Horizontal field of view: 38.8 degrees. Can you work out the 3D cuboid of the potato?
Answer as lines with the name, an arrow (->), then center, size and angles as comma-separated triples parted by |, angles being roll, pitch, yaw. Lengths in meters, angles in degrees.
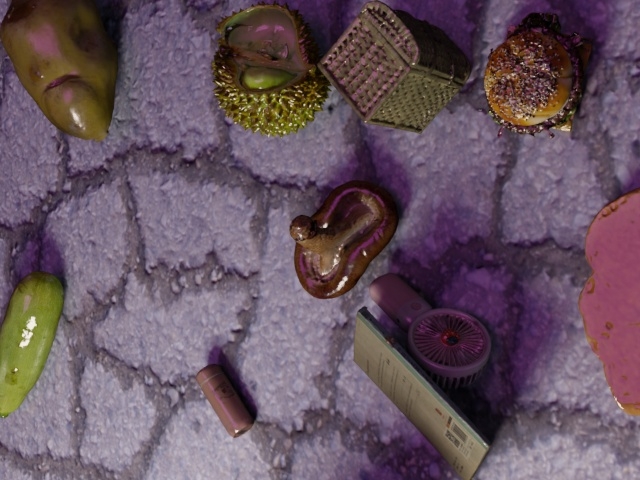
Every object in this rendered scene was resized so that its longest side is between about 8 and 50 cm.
potato -> -0.514, -0.358, 1.826 | 0.218, 0.202, 0.351 | -23, 86, 42

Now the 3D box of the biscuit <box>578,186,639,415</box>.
biscuit -> 0.506, 0.103, 1.265 | 0.269, 0.051, 0.376 | -25, 78, 28

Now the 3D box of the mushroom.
mushroom -> 0.000, 0.000, 1.488 | 0.148, 0.217, 0.227 | 40, 111, 25

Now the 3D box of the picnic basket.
picnic basket -> 0.125, -0.273, 1.419 | 0.154, 0.196, 0.134 | -46, 67, 24

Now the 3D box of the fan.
fan -> 0.165, 0.135, 1.450 | 0.244, 0.130, 0.074 | 44, 146, 37

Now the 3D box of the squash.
squash -> -0.643, 0.237, 1.964 | 0.118, 0.118, 0.371 | 31, 107, 29

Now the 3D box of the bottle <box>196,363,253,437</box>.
bottle -> -0.180, 0.299, 1.705 | 0.053, 0.053, 0.140 | -46, 68, 24

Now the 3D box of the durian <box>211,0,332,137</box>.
durian -> -0.089, -0.283, 1.558 | 0.200, 0.177, 0.237 | -18, 60, -13

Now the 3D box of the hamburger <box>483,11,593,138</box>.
hamburger -> 0.315, -0.248, 1.359 | 0.164, 0.093, 0.190 | 5, 91, 33

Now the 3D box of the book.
book -> 0.150, 0.245, 1.424 | 0.025, 0.215, 0.283 | -36, 68, -17
